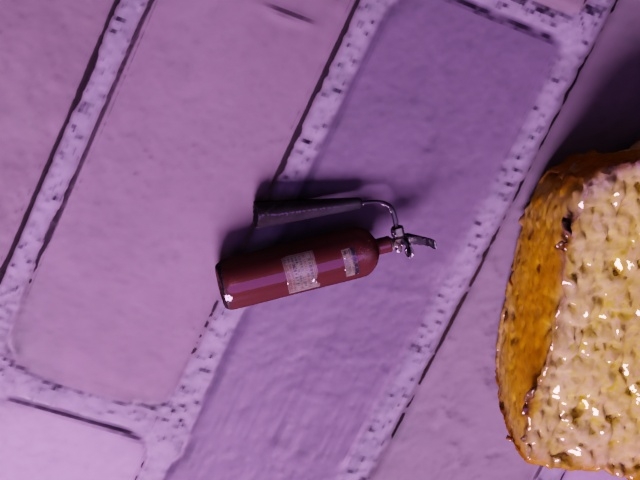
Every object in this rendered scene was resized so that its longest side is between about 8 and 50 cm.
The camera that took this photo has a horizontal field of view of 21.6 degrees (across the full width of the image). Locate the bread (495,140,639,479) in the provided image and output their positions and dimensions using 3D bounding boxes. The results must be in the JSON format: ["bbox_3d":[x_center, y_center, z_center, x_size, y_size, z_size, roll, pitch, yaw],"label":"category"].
[{"bbox_3d":[0.145,0.026,0.801,0.103,0.065,0.187,2,116,-13],"label":"bread"}]

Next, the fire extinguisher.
[{"bbox_3d":[-0.001,-0.001,0.776,0.100,0.032,0.046,-15,84,-6],"label":"fire extinguisher"}]
